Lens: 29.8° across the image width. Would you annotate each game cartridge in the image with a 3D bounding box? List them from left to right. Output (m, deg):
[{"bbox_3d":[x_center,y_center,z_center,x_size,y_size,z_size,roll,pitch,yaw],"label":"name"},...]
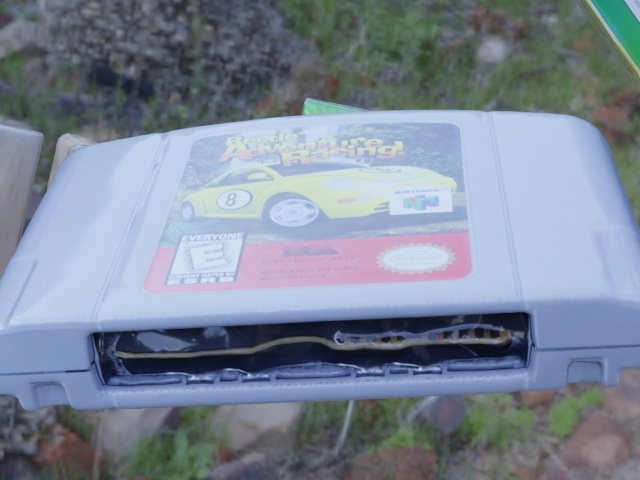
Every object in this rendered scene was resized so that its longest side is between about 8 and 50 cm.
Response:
[{"bbox_3d":[0.000,0.000,0.573,0.294,0.060,0.196,-3,26,5],"label":"game cartridge"}]

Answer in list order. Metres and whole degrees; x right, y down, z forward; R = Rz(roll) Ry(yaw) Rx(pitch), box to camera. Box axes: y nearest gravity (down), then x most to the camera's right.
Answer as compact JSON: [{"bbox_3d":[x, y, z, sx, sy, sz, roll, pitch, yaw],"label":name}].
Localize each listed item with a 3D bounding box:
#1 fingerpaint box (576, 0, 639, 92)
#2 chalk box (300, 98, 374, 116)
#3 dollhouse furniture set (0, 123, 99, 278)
[{"bbox_3d":[0.379,-0.115,1.013,0.445,0.163,0.371,54,15,-3],"label":"fingerpaint box"},{"bbox_3d":[0.035,-0.016,0.937,0.132,0.132,0.213,10,45,-4],"label":"chalk box"},{"bbox_3d":[-0.292,0.108,0.886,0.362,0.394,0.256,9,13,-32],"label":"dollhouse furniture set"}]
